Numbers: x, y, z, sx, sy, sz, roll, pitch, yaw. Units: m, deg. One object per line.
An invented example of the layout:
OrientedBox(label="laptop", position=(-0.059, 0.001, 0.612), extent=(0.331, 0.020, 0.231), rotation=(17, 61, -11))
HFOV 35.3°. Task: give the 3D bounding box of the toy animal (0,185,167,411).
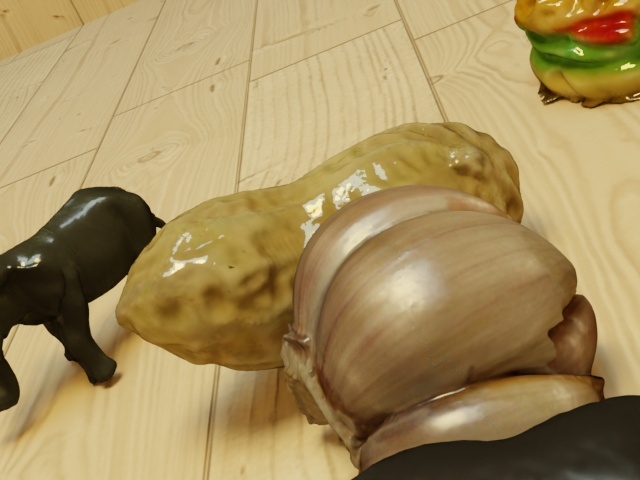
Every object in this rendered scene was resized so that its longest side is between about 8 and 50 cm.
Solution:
OrientedBox(label="toy animal", position=(-0.229, 0.047, 0.897), extent=(0.114, 0.146, 0.245), rotation=(-6, 32, 32))

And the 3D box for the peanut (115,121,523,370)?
OrientedBox(label="peanut", position=(0.007, 0.006, 0.738), extent=(0.325, 0.140, 0.153), rotation=(-20, -4, -23))

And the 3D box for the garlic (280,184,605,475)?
OrientedBox(label="garlic", position=(0.071, 0.060, 0.590), extent=(0.191, 0.160, 0.214), rotation=(-32, 23, -3))

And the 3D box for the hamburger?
OrientedBox(label="hamburger", position=(0.294, -0.248, 0.999), extent=(0.237, 0.149, 0.237), rotation=(-21, 26, 11))

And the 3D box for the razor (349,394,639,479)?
OrientedBox(label="razor", position=(0.100, 0.199, 0.331), extent=(0.204, 0.114, 0.349), rotation=(-12, 31, 5))
